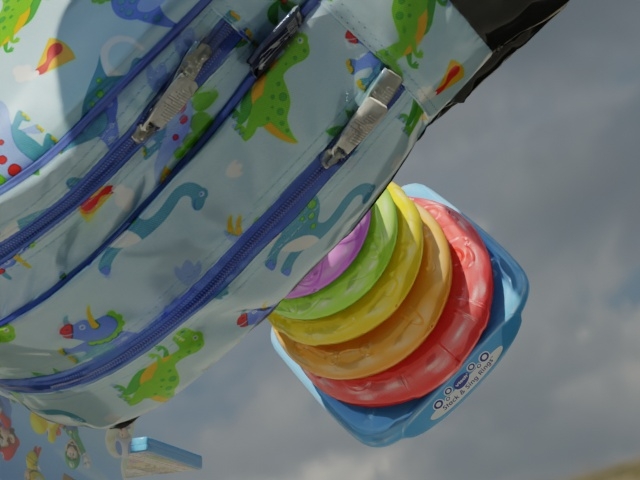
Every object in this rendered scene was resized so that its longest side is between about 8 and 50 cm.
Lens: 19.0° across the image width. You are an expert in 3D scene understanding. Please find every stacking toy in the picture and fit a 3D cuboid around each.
[{"bbox_3d":[0.000,0.000,1.296,0.175,0.166,0.302,-46,-40,0],"label":"stacking toy"}]

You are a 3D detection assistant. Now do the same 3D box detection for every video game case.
[{"bbox_3d":[-0.209,0.094,1.450,0.025,0.285,0.204,-14,-38,32],"label":"video game case"},{"bbox_3d":[-0.208,0.204,1.748,0.166,0.015,0.119,-9,-18,20],"label":"video game case"}]

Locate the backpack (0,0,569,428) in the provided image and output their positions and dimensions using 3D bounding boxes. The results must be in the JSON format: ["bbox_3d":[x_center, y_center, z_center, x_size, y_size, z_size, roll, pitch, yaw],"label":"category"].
[{"bbox_3d":[-0.092,-0.075,1.021,0.273,0.290,0.355,24,-78,-45],"label":"backpack"}]
